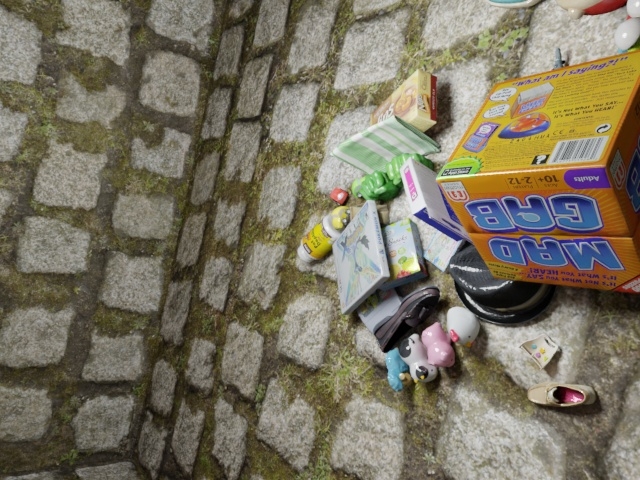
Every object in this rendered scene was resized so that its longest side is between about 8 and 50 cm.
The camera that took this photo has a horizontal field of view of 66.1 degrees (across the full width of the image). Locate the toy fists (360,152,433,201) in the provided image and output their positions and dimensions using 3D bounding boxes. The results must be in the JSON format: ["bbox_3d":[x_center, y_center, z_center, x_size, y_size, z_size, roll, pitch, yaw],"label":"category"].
[{"bbox_3d":[0.261,-0.219,1.747,0.279,0.142,0.096,-30,59,43],"label":"toy fists"}]

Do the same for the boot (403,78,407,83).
[{"bbox_3d":[0.345,-0.524,1.798,0.158,0.059,0.085,52,129,47],"label":"boot"}]

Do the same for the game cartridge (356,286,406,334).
[{"bbox_3d":[0.197,0.187,1.795,0.196,0.060,0.294,-52,46,34],"label":"game cartridge"}]

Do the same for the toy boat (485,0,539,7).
[{"bbox_3d":[0.608,-0.878,1.494,0.267,0.148,0.318,37,109,48],"label":"toy boat"}]

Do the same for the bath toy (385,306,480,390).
[{"bbox_3d":[0.346,0.341,1.515,0.151,0.129,0.348,46,126,4],"label":"bath toy"}]

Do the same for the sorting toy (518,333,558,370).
[{"bbox_3d":[0.590,0.292,1.310,0.075,0.045,0.083,-52,45,18],"label":"sorting toy"}]

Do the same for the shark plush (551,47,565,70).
[{"bbox_3d":[0.669,-0.461,1.379,0.073,0.067,0.161,20,97,50],"label":"shark plush"}]

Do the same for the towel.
[{"bbox_3d":[0.222,-0.320,1.741,0.325,0.248,0.038,-16,59,49],"label":"towel"}]

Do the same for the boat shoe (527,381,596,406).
[{"bbox_3d":[0.603,0.391,1.252,0.170,0.059,0.063,-21,65,45],"label":"boat shoe"}]

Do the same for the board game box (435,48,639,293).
[{"bbox_3d":[0.554,-0.143,1.110,0.356,0.356,0.356,3,50,51],"label":"board game box"}]

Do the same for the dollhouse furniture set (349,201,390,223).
[{"bbox_3d":[0.211,-0.049,1.833,0.182,0.101,0.161,15,117,50],"label":"dollhouse furniture set"}]

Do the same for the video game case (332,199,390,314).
[{"bbox_3d":[0.134,0.067,1.763,0.329,0.036,0.300,127,143,-52],"label":"video game case"}]

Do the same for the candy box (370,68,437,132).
[{"bbox_3d":[0.284,-0.433,1.738,0.316,0.087,0.183,147,133,-61],"label":"candy box"}]

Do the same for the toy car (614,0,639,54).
[{"bbox_3d":[0.798,-0.517,1.202,0.136,0.159,0.182,-105,33,-80],"label":"toy car"}]

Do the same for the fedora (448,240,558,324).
[{"bbox_3d":[0.487,0.084,1.394,0.334,0.152,0.334,-16,69,47],"label":"fedora"}]

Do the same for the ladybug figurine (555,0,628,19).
[{"bbox_3d":[0.775,-0.749,1.218,0.449,0.162,0.305,-57,23,15],"label":"ladybug figurine"}]

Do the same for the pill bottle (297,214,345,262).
[{"bbox_3d":[0.000,0.000,2.023,0.215,0.117,0.117,-43,51,35],"label":"pill bottle"}]

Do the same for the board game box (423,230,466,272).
[{"bbox_3d":[0.411,0.013,1.601,0.103,0.026,0.154,44,114,46],"label":"board game box"}]

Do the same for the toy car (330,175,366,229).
[{"bbox_3d":[0.113,-0.181,1.933,0.225,0.053,0.239,-42,30,31],"label":"toy car"}]

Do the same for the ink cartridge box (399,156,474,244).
[{"bbox_3d":[0.347,-0.112,1.484,0.069,0.175,0.371,-52,21,27],"label":"ink cartridge box"}]

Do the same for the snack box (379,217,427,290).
[{"bbox_3d":[0.260,0.049,1.697,0.174,0.070,0.207,-24,56,28],"label":"snack box"}]

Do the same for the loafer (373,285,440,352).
[{"bbox_3d":[0.290,0.265,1.610,0.302,0.109,0.095,-49,34,36],"label":"loafer"}]
